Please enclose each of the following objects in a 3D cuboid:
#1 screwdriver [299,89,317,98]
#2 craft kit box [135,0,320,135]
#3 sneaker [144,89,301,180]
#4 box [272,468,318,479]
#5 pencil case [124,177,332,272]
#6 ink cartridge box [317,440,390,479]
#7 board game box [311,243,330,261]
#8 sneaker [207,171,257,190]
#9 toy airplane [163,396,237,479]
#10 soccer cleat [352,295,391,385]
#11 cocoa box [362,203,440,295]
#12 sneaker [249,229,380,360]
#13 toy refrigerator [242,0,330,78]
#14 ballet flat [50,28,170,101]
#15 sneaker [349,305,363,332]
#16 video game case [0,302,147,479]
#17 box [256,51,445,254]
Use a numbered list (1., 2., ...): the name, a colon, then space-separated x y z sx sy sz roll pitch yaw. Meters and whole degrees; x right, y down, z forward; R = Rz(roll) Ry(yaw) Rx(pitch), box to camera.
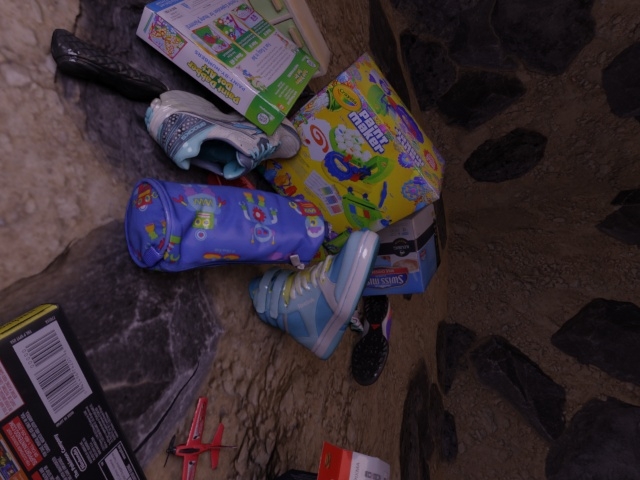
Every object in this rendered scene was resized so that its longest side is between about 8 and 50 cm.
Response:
1. screwdriver: -0.031 -0.408 1.149 0.025 0.024 0.170 48 26 -6
2. craft kit box: -0.135 -0.325 0.712 0.247 0.061 0.250 33 41 -12
3. sneaker: -0.136 -0.148 0.686 0.283 0.110 0.122 -7 57 -45
4. box: -0.028 0.507 0.773 0.158 0.156 0.093 24 64 -60
5. pencil case: -0.128 -0.014 0.634 0.306 0.119 0.133 2 59 -44
6. ink cartridge box: 0.058 0.470 0.716 0.232 0.066 0.189 58 37 -50
7. board game box: 0.000 0.000 1.023 0.181 0.092 0.043 -42 123 -59
8. sneaker: -0.136 -0.067 0.810 0.128 0.087 0.221 -96 160 -59
9. toy airplane: -0.184 0.319 0.642 0.151 0.028 0.151 19 68 -62
10. soccer cleat: 0.174 0.317 1.299 0.318 0.109 0.116 -74 151 -42
11. cocoa box: 0.247 0.022 1.366 0.347 0.232 0.227 -28 109 -63
12. sneaker: -0.027 0.080 0.772 0.127 0.208 0.319 -55 169 -52
13. toy refrigerator: -0.081 -0.505 0.968 0.269 0.102 0.094 51 41 -49
14. ballet flat: -0.271 -0.229 0.561 0.173 0.057 0.049 4 75 -64
15. sneaker: 0.107 0.232 1.250 0.098 0.038 0.069 54 39 -47
16. video game case: -0.310 0.239 0.395 0.248 0.035 0.274 -46 126 -58
17. box: 0.060 -0.170 0.874 0.290 0.279 0.177 49 37 -16
